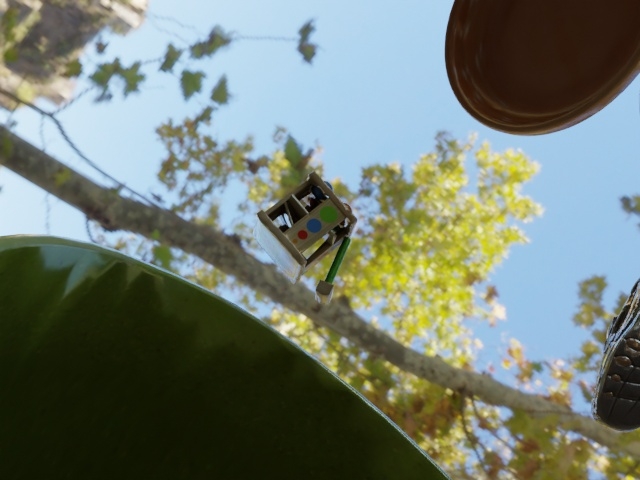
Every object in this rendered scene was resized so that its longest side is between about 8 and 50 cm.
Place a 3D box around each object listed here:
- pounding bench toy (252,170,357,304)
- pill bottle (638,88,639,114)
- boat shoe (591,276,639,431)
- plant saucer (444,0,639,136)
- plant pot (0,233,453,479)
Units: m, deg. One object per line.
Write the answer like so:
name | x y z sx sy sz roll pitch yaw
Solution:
pounding bench toy | 0.000 0.000 0.697 0.065 0.083 0.052 -38 169 -18
pill bottle | 0.423 -0.105 0.945 0.161 0.283 0.161 -14 -151 8
boat shoe | 0.562 0.178 1.553 0.355 0.132 0.130 -54 177 -20
plant saucer | 0.184 -0.174 0.703 0.200 0.037 0.199 -18 -116 43
plant pot | -0.091 0.196 0.303 0.293 0.275 0.275 -50 -150 10
